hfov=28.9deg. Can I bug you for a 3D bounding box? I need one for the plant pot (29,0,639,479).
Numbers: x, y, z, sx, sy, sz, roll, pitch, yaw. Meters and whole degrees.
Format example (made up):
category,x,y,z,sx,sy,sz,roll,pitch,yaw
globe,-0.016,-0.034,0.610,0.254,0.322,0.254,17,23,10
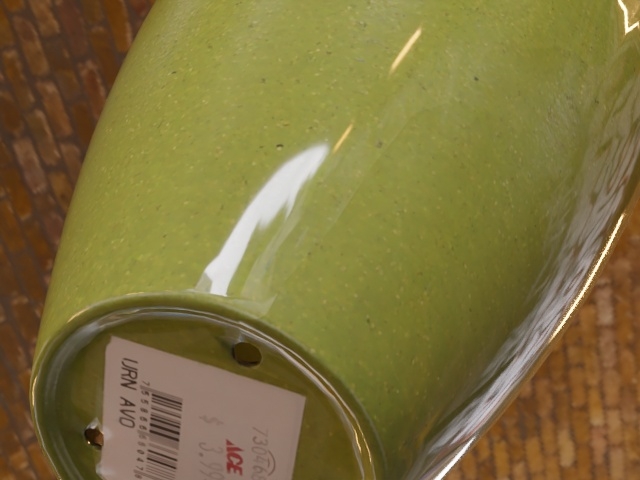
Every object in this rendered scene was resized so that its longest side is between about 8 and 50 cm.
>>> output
category,x,y,z,sx,sy,sz,roll,pitch,yaw
plant pot,0.000,0.000,0.551,0.293,0.275,0.275,-61,-21,-53
